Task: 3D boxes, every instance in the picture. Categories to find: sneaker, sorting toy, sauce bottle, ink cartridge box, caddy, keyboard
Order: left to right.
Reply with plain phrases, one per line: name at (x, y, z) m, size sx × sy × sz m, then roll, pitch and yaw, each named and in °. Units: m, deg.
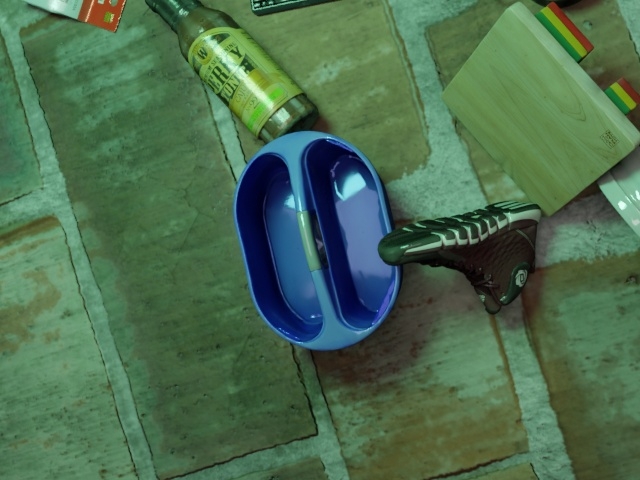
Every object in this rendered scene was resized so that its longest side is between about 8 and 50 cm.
ink cartridge box at (-0.421, -0.457, 1.710) m, size 0.179 × 0.045 × 0.146 m, roll 21°, pitch 95°, yaw 14°
sauce bottle at (-0.154, -0.297, 1.617) m, size 0.344 × 0.111 × 0.111 m, roll 45°, pitch 99°, yaw 10°
keyboard at (-0.035, -0.443, 1.633) m, size 0.180 × 0.023 × 0.108 m, roll -8°, pitch 88°, yaw 12°
caddy at (0.000, 0.000, 1.547) m, size 0.241 × 0.179 × 0.342 m, roll -14°, pitch 87°, yaw 13°
sneaker at (0.223, 0.044, 1.489) m, size 0.281 × 0.106 × 0.163 m, roll -13°, pitch 105°, yaw -22°
sorting toy at (0.335, -0.199, 1.452) m, size 0.089 × 0.255 × 0.257 m, roll -38°, pitch 83°, yaw -25°

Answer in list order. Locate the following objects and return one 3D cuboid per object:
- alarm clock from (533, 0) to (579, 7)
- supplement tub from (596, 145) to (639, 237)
alarm clock at (0.351, -0.424, 1.529) m, size 0.192 × 0.064 × 0.129 m, roll -21°, pitch 86°, yaw 15°
supplement tub at (0.555, -0.112, 1.406) m, size 0.272 × 0.191 × 0.191 m, roll -41°, pitch 82°, yaw 19°
